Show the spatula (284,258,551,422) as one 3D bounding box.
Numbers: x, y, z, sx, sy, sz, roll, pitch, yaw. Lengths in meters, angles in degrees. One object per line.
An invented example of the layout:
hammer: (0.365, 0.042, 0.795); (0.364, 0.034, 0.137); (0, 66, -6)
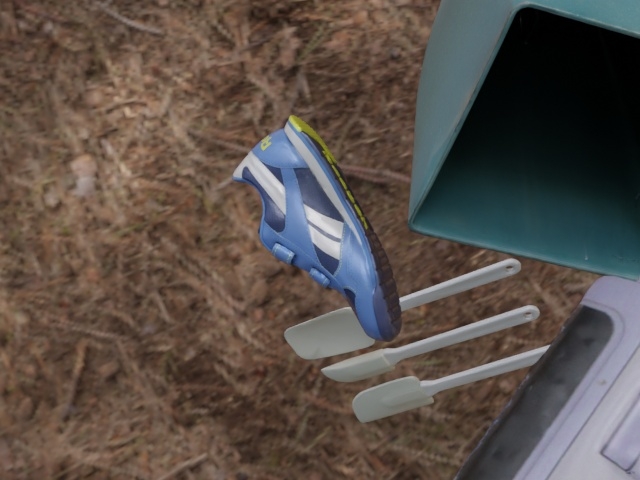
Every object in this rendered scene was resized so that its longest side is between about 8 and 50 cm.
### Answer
spatula: (0.105, 0.099, 1.174); (0.242, 0.019, 0.168); (-20, 126, 24)

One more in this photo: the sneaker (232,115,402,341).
sneaker: (0.000, 0.000, 0.722); (0.059, 0.053, 0.144); (-30, 82, 8)

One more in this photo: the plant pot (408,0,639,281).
plant pot: (0.153, -0.125, 0.731); (0.166, 0.234, 0.165); (13, 135, -10)

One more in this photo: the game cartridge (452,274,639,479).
game cartridge: (0.062, 0.165, 0.377); (0.068, 0.355, 0.230); (26, 161, 40)
